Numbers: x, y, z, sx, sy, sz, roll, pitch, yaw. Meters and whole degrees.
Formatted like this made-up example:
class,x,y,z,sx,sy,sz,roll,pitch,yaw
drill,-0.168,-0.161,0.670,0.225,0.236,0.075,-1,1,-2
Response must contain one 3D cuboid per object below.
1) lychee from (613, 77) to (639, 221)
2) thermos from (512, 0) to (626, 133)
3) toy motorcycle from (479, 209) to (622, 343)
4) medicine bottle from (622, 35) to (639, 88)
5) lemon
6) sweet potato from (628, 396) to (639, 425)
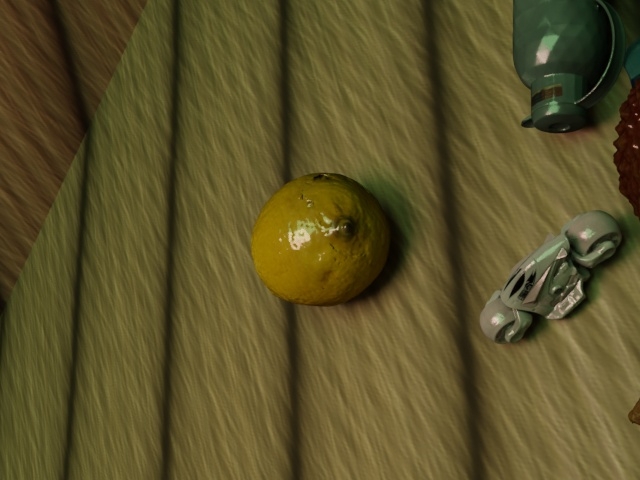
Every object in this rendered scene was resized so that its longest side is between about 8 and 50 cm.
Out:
class,x,y,z,sx,sy,sz,roll,pitch,yaw
lychee,0.492,-0.095,1.025,0.276,0.304,0.276,-44,11,11
thermos,0.372,-0.307,1.300,0.182,0.145,0.287,-19,63,53
toy motorcycle,0.320,0.052,1.247,0.254,0.112,0.112,-48,48,23
medicine bottle,0.524,-0.288,1.191,0.258,0.079,0.124,-47,39,20
lemon,-0.007,0.003,1.503,0.253,0.228,0.228,-29,57,35
sweet potato,0.482,0.185,1.080,0.218,0.051,0.065,-37,50,30
